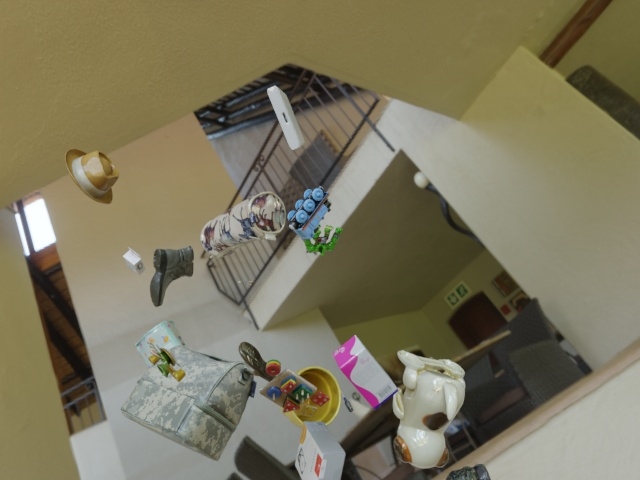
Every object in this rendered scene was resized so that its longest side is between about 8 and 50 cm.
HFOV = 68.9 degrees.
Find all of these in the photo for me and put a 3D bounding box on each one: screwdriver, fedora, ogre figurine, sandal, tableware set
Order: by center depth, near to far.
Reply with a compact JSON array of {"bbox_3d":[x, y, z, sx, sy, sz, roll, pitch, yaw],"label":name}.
[{"bbox_3d":[-0.333,0.269,1.001,0.024,0.104,0.154,-39,22,-33],"label":"tableware set"},{"bbox_3d":[-0.641,-0.198,1.346,0.079,0.195,0.194,-31,-27,7],"label":"fedora"},{"bbox_3d":[-0.242,0.465,1.737,0.060,0.090,0.219,-27,-55,14],"label":"sandal"},{"bbox_3d":[0.000,0.000,2.133,0.196,0.096,0.118,-15,-59,-39],"label":"ogre figurine"},{"bbox_3d":[0.103,0.711,2.153,0.024,0.170,0.025,-23,-24,-16],"label":"screwdriver"}]

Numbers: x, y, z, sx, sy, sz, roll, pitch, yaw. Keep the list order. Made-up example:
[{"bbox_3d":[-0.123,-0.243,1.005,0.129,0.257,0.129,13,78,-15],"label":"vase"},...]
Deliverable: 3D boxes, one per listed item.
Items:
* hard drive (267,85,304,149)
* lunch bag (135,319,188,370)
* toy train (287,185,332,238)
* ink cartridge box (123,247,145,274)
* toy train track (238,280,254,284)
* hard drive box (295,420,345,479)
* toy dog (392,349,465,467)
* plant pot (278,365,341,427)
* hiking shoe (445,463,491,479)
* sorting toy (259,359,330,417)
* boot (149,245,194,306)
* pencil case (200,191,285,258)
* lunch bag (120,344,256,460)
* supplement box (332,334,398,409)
[{"bbox_3d":[-0.114,-0.420,1.618,0.040,0.203,0.307,-21,13,6],"label":"hard drive"},{"bbox_3d":[-0.670,0.479,2.039,0.160,0.224,0.262,-26,-9,-46],"label":"lunch bag"},{"bbox_3d":[-0.031,-0.094,1.563,0.105,0.080,0.184,46,-113,-27],"label":"toy train"},{"bbox_3d":[-0.549,0.061,1.373,0.028,0.048,0.083,-50,-16,-30],"label":"ink cartridge box"},{"bbox_3d":[-0.280,0.159,1.743,0.048,0.014,0.083,-4,-7,23],"label":"toy train track"},{"bbox_3d":[-0.005,0.797,1.699,0.089,0.232,0.181,10,-88,-20],"label":"hard drive box"},{"bbox_3d":[0.449,0.716,1.905,0.284,0.395,0.409,11,-84,-19],"label":"toy dog"},{"bbox_3d":[-0.072,0.695,2.055,0.253,0.254,0.239,-14,-12,-33],"label":"plant pot"},{"bbox_3d":[0.453,0.752,1.445,0.114,0.086,0.227,-15,-26,-12],"label":"hiking shoe"},{"bbox_3d":[-0.094,0.490,1.471,0.132,0.046,0.274,-41,-65,17],"label":"sorting toy"},{"bbox_3d":[-0.580,0.144,1.856,0.161,0.083,0.247,0,-74,-44],"label":"boot"},{"bbox_3d":[-0.309,-0.045,1.809,0.159,0.184,0.410,24,-29,-35],"label":"pencil case"},{"bbox_3d":[-0.360,0.441,1.333,0.213,0.304,0.256,57,-131,-43],"label":"lunch bag"},{"bbox_3d":[0.155,0.458,1.628,0.111,0.114,0.220,-38,-70,-2],"label":"supplement box"}]
